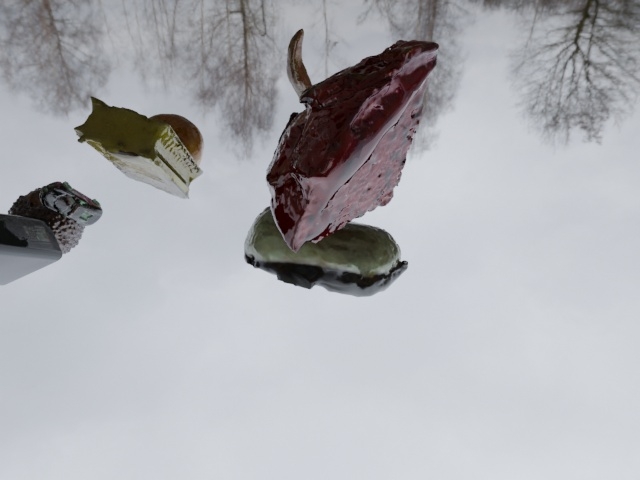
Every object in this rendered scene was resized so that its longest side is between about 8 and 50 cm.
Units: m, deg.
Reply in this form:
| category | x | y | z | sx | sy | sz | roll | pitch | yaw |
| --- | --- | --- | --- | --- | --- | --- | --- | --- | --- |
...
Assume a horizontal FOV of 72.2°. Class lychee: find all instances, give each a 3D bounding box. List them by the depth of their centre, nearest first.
| category | x | y | z | sx | sy | sz | roll | pitch | yaw |
| --- | --- | --- | --- | --- | --- | --- | --- | --- | --- |
| lychee | -0.717 | -0.043 | 1.163 | 0.188 | 0.188 | 0.188 | 1 | -148 | 0 |

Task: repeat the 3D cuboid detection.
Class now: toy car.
| category | x | y | z | sx | sy | sz | roll | pitch | yaw |
| --- | --- | --- | --- | --- | --- | --- | --- | --- | --- |
| toy car | -0.569 | -0.079 | 1.007 | 0.069 | 0.142 | 0.055 | -40 | -122 | 1 |

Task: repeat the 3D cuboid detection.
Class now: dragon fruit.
| category | x | y | z | sx | sy | sz | roll | pitch | yaw |
| --- | --- | --- | --- | --- | --- | --- | --- | --- | --- |
| dragon fruit | 0.069 | -0.177 | 0.700 | 0.240 | 0.330 | 0.302 | 15 | -138 | -32 |

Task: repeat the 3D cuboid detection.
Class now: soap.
| category | x | y | z | sx | sy | sz | roll | pitch | yaw |
| --- | --- | --- | --- | --- | --- | --- | --- | --- | --- |
| soap | -0.300 | -0.146 | 0.757 | 0.135 | 0.076 | 0.233 | 21 | 172 | 1 |

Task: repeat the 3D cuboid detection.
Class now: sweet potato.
| category | x | y | z | sx | sy | sz | roll | pitch | yaw |
| --- | --- | --- | --- | --- | --- | --- | --- | --- | --- |
| sweet potato | -0.051 | -0.451 | 1.212 | 0.078 | 0.255 | 0.058 | -7 | -133 | 13 |

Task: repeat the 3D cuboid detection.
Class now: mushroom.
| category | x | y | z | sx | sy | sz | roll | pitch | yaw |
| --- | --- | --- | --- | --- | --- | --- | --- | --- | --- |
| mushroom | -0.001 | -0.002 | 0.897 | 0.344 | 0.129 | 0.247 | 20 | -148 | 30 |

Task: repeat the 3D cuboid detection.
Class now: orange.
| category | x | y | z | sx | sy | sz | roll | pitch | yaw |
| --- | --- | --- | --- | --- | --- | --- | --- | --- | --- |
| orange | -0.336 | -0.201 | 0.969 | 0.159 | 0.136 | 0.158 | -2 | -127 | 2 |

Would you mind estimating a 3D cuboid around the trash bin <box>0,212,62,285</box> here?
| category | x | y | z | sx | sy | sz | roll | pitch | yaw |
| --- | --- | --- | --- | --- | --- | --- | --- | --- | --- |
| trash bin | -0.707 | 0.017 | 0.941 | 0.165 | 0.115 | 0.225 | -25 | 176 | -5 |
